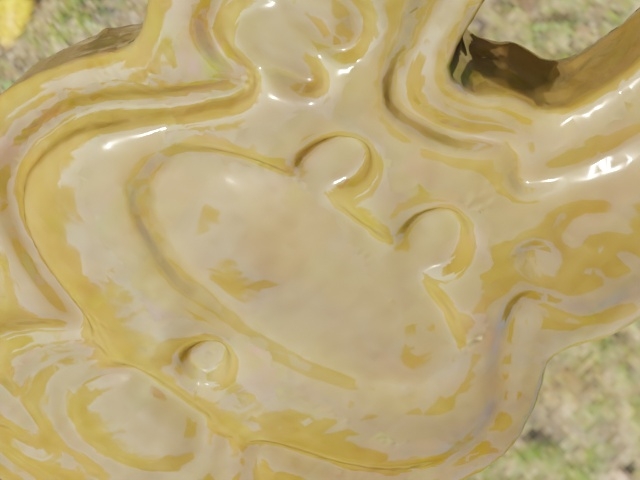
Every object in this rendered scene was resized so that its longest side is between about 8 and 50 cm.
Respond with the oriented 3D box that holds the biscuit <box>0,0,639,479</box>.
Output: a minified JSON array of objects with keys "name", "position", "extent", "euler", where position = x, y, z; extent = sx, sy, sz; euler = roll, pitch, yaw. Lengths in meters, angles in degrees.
[{"name":"biscuit","position":[-0.003,-0.002,0.380],"extent":[0.144,0.040,0.236],"euler":[40,123,-10]}]
